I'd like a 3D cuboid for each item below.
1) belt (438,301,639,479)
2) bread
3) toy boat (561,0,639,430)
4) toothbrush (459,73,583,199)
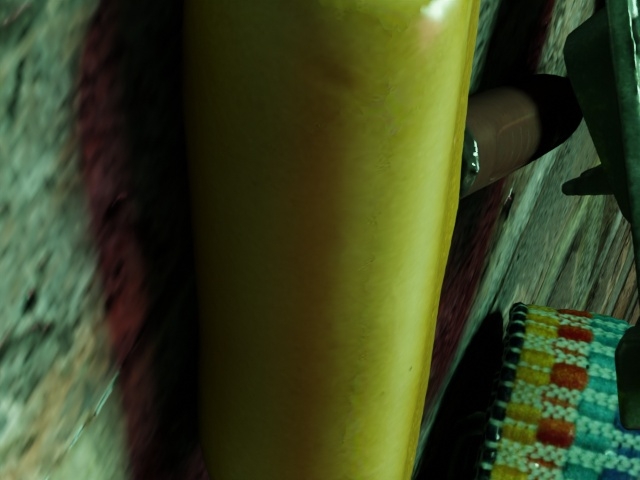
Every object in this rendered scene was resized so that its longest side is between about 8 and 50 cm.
[{"bbox_3d":[0.147,0.163,0.976,0.207,0.150,0.257,-64,166,-55],"label":"belt"},{"bbox_3d":[0.000,0.000,0.441,0.239,0.074,0.092,93,7,-47],"label":"bread"},{"bbox_3d":[0.160,-0.075,0.749,0.141,0.092,0.319,-23,107,-68],"label":"toy boat"},{"bbox_3d":[0.108,-0.062,0.782,0.364,0.041,0.041,-25,132,-67],"label":"toothbrush"}]
